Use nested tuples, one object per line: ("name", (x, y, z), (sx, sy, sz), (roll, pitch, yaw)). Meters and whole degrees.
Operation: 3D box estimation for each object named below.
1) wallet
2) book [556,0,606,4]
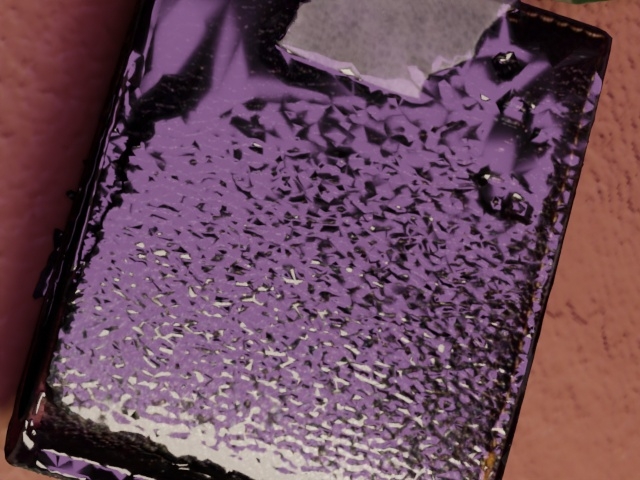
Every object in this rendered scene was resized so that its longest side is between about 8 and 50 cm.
("wallet", (0.000, 0.000, 0.870), (0.221, 0.071, 0.262), (17, 88, -13))
("book", (0.209, -0.313, 0.995), (0.260, 0.043, 0.370), (-8, 99, -28))
